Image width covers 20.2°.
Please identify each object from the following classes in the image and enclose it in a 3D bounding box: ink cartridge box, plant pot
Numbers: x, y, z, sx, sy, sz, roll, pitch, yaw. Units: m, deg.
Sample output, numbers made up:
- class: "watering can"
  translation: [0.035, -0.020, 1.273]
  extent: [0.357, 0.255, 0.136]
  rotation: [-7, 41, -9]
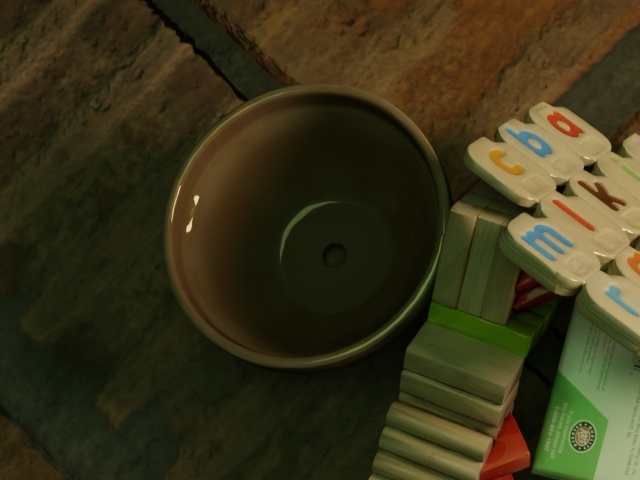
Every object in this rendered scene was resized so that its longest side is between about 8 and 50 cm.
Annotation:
- class: "ink cartridge box"
  translation: [0.290, 0.137, 1.399]
  extent: [0.219, 0.092, 0.160]
  rotation: [15, 80, 12]
- class: "plant pot"
  translation: [0.000, 0.000, 1.464]
  extent: [0.237, 0.110, 0.237]
  rotation: [-5, 72, 16]

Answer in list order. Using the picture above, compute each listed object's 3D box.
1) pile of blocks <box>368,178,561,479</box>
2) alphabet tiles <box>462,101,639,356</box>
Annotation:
- class: "pile of blocks"
  translation: [0.125, 0.129, 1.403]
  extent: [0.112, 0.149, 0.362]
  rotation: [20, 96, 18]
- class: "alphabet tiles"
  translation: [0.247, -0.003, 1.368]
  extent: [0.278, 0.284, 0.021]
  rotation: [38, 124, 14]
